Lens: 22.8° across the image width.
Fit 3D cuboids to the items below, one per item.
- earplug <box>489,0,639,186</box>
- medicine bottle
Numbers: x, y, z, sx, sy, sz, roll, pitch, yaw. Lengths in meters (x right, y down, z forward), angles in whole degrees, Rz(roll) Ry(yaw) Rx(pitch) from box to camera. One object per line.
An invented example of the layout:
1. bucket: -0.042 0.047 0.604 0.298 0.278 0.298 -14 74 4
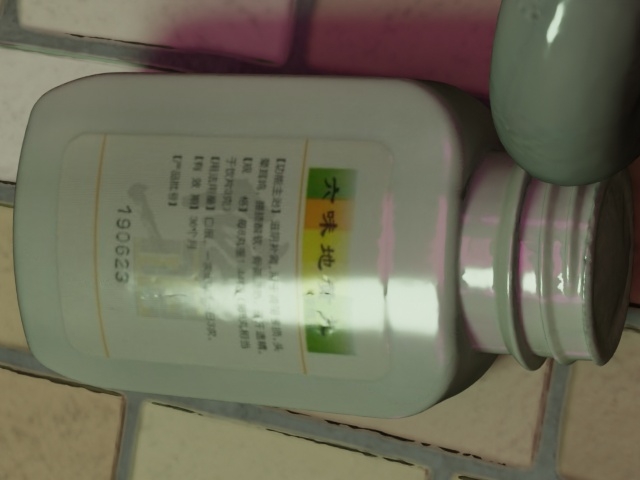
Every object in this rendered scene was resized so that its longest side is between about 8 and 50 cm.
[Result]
1. earplug: 0.206 -0.146 0.703 0.325 0.214 0.175 -32 66 -3
2. medicine bottle: 0.000 0.000 0.858 0.324 0.124 0.179 3 93 24
